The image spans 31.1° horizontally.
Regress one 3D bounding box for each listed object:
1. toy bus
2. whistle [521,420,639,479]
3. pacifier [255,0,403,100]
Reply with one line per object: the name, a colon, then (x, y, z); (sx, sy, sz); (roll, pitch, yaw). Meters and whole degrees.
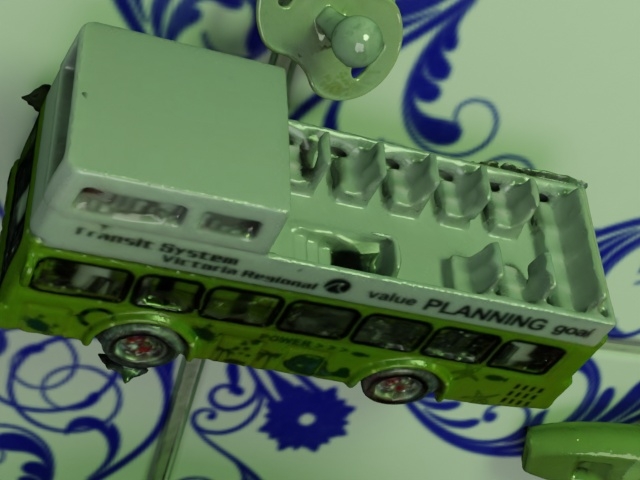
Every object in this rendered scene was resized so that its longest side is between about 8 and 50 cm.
toy bus: (0.000, 0.000, 0.568); (0.302, 0.113, 0.139); (11, 142, -19)
whistle: (0.288, 0.162, 0.751); (0.294, 0.141, 0.141); (-7, 128, -4)
pacifier: (0.013, -0.102, 0.539); (0.068, 0.064, 0.083); (-47, 123, 3)
